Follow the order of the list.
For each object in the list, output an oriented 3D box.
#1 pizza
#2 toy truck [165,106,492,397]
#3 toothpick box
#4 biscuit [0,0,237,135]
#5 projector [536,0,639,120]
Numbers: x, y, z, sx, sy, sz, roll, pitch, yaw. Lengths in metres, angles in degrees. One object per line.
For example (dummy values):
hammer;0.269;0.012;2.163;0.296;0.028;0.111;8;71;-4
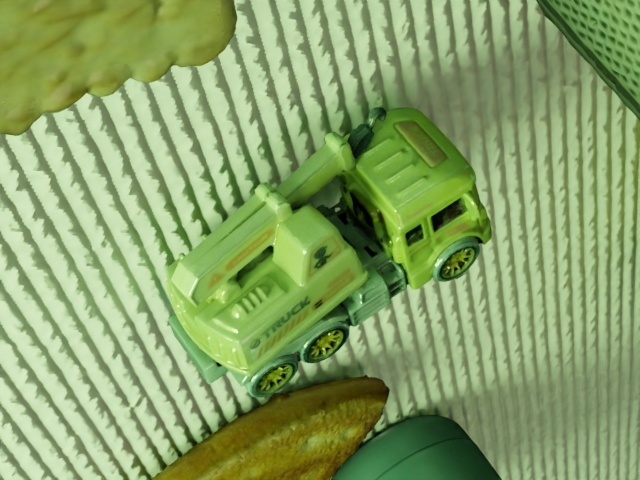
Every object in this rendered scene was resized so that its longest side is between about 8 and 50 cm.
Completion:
pizza;-0.034;0.154;0.950;0.184;0.036;0.176;-31;149;-15
toy truck;0.000;0.000;0.751;0.169;0.077;0.100;-31;149;-10
toothpick box;0.093;0.219;1.020;0.120;0.184;0.120;-27;147;-19
biscuit;-0.171;-0.088;0.497;0.324;0.044;0.217;-26;147;-19
projector;0.289;-0.230;0.556;0.395;0.242;0.405;-32;158;-14
